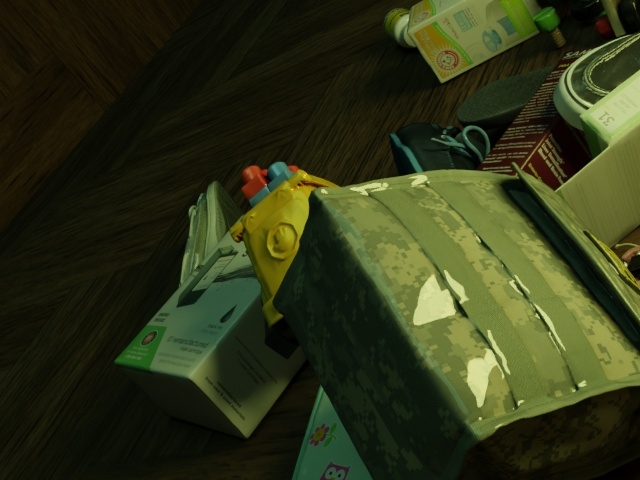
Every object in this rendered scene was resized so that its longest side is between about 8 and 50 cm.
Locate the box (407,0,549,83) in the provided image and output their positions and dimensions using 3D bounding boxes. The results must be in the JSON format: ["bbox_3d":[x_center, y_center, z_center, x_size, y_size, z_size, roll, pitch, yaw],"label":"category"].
[{"bbox_3d":[0.256,-0.363,1.568,0.203,0.114,0.103,-24,29,26],"label":"box"}]

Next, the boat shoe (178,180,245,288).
[{"bbox_3d":[-0.173,0.013,1.530,0.103,0.118,0.320,-28,33,13],"label":"boat shoe"}]

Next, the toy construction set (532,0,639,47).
[{"bbox_3d":[0.431,-0.430,1.292,0.257,0.237,0.309,-46,26,-14],"label":"toy construction set"}]

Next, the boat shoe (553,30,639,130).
[{"bbox_3d":[0.383,-0.197,0.994,0.301,0.102,0.108,-16,62,-13],"label":"boat shoe"}]

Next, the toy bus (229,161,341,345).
[{"bbox_3d":[0.000,0.000,1.106,0.149,0.220,0.211,-41,65,18],"label":"toy bus"}]

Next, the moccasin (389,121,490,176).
[{"bbox_3d":[0.163,-0.095,1.217,0.117,0.137,0.342,-16,26,2],"label":"moccasin"}]

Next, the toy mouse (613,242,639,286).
[{"bbox_3d":[0.330,0.031,0.894,0.161,0.031,0.143,-5,41,52],"label":"toy mouse"}]

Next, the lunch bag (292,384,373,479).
[{"bbox_3d":[0.093,0.158,0.917,0.224,0.108,0.279,-23,29,34],"label":"lunch bag"}]

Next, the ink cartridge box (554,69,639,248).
[{"bbox_3d":[0.287,-0.063,0.950,0.235,0.171,0.056,-37,53,4],"label":"ink cartridge box"}]

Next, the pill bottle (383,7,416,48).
[{"bbox_3d":[0.164,-0.398,1.818,0.065,0.065,0.116,-38,25,3],"label":"pill bottle"}]

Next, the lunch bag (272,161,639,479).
[{"bbox_3d":[0.149,0.065,0.749,0.287,0.169,0.235,-9,51,-29],"label":"lunch bag"}]

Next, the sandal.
[{"bbox_3d":[0.307,-0.193,1.293,0.255,0.054,0.097,-18,32,19],"label":"sandal"}]

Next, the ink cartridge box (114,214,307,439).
[{"bbox_3d":[-0.099,0.098,1.268,0.211,0.121,0.289,-2,43,53],"label":"ink cartridge box"}]

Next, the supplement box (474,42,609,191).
[{"bbox_3d":[0.271,-0.090,1.065,0.239,0.130,0.073,-51,27,-23],"label":"supplement box"}]
